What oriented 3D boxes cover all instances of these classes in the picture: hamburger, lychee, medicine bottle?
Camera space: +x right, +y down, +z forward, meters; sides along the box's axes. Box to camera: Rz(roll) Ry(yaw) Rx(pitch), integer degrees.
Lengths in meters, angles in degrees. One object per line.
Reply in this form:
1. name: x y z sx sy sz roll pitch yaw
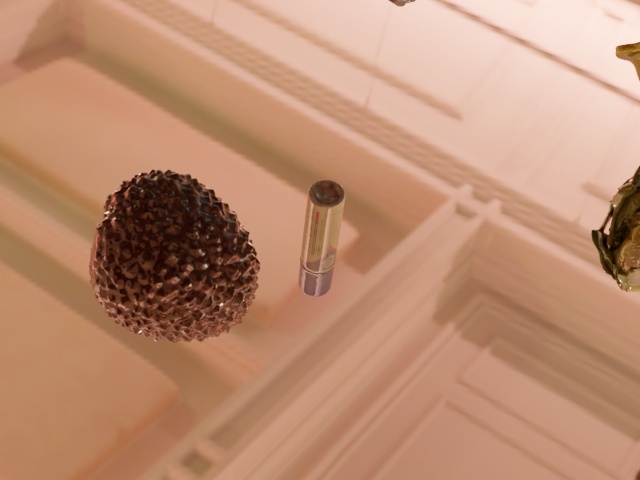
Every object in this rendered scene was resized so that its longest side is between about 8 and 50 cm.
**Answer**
1. hamburger: 0.484 -0.033 1.729 0.214 0.235 0.125 -20 -129 -16
2. lychee: -0.213 0.031 1.855 0.267 0.268 0.267 10 -141 -8
3. medicine bottle: 0.000 0.000 1.989 0.059 0.231 0.059 3 -130 -3

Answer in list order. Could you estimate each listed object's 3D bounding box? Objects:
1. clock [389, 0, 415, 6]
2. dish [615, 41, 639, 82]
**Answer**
1. clock: 0.049 -0.478 2.017 0.186 0.083 0.253 24 -164 -33
2. dish: 0.391 -0.160 1.252 0.207 0.080 0.149 -3 178 -17
